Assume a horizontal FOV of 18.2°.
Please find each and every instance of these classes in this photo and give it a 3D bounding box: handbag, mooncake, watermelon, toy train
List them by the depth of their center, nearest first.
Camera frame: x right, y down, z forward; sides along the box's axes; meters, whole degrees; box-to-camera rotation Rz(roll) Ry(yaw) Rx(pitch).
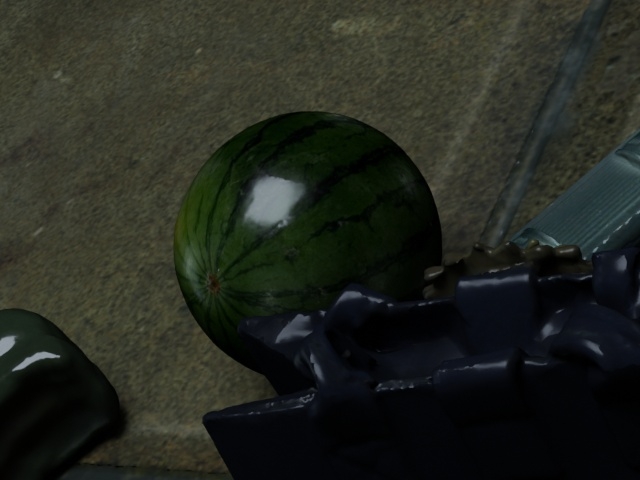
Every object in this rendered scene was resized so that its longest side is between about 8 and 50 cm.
[{"bbox_3d":[0.137,0.135,1.025,0.303,0.329,0.122,-11,39,27],"label":"handbag"},{"bbox_3d":[0.225,-0.025,1.336,0.409,0.089,0.086,-41,32,-8],"label":"toy train"},{"bbox_3d":[0.000,0.000,1.400,0.188,0.188,0.214,9,24,42],"label":"watermelon"},{"bbox_3d":[-0.240,0.138,1.488,0.168,0.104,0.175,-3,50,26],"label":"mooncake"}]
